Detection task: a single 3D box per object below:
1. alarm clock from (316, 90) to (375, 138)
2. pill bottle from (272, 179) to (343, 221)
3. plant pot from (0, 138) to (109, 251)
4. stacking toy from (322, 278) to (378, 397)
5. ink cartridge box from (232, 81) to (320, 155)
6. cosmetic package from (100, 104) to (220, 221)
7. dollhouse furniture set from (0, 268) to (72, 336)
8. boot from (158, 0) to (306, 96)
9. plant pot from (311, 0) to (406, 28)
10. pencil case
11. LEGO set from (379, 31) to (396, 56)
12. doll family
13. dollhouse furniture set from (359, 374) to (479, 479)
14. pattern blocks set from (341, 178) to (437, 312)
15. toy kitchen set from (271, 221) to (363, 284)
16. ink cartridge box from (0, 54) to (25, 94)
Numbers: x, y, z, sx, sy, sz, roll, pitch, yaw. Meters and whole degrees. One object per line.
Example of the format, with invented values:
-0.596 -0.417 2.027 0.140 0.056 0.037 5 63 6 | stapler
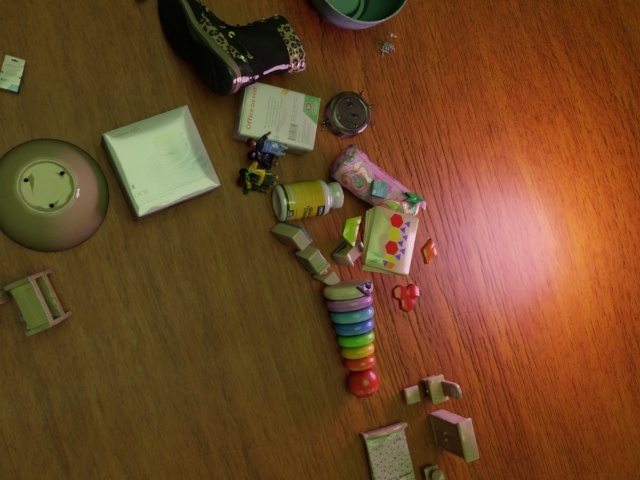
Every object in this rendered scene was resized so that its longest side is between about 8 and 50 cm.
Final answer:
0.063 -0.357 1.941 0.192 0.064 0.129 -22 95 -16 | alarm clock
-0.035 -0.114 1.868 0.184 0.103 0.103 -10 90 -19 | pill bottle
-0.650 -0.116 1.605 0.284 0.191 0.283 1 87 -19 | plant pot
0.096 0.280 1.890 0.141 0.141 0.330 -10 97 -20 | stacking toy
-0.122 -0.336 1.856 0.213 0.093 0.154 10 83 -20 | ink cartridge box
-0.410 -0.196 1.723 0.224 0.138 0.224 -24 94 -19 | cosmetic package
-0.726 0.167 1.613 0.184 0.129 0.129 -22 95 5 | dollhouse furniture set
-0.236 -0.553 1.797 0.284 0.138 0.377 -23 64 -37 | boot
0.082 -0.721 1.895 0.293 0.196 0.292 1 86 -19 | plant pot
0.164 -0.154 1.930 0.284 0.124 0.124 35 76 -14 | pencil case
0.204 -0.590 2.022 0.054 0.023 0.083 9 84 -19 | LEGO set
-0.166 -0.206 1.811 0.112 0.076 0.192 12 105 -24 | doll family
0.238 0.573 1.889 0.356 0.174 0.303 -12 91 -20 | dollhouse furniture set
0.189 0.007 1.851 0.286 0.026 0.324 24 76 -17 | pattern blocks set
0.000 0.000 1.887 0.166 0.122 0.207 -45 121 -17 | toy kitchen set
-0.764 -0.410 1.666 0.048 0.028 0.083 14 83 -18 | ink cartridge box
